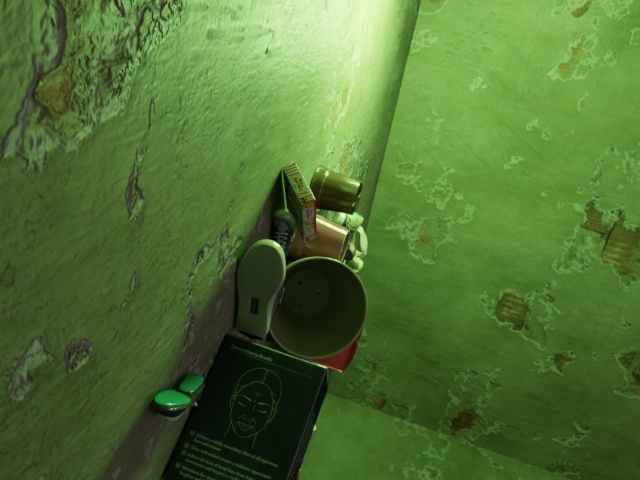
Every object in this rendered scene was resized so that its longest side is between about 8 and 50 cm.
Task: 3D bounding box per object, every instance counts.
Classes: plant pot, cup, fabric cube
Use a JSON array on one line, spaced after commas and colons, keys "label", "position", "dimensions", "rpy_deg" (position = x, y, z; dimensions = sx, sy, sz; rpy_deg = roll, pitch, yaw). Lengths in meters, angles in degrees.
[{"label": "plant pot", "position": [0.000, 0.000, 1.916], "dimensions": [0.201, 0.180, 0.201], "rpy_deg": [17, 90, -80]}, {"label": "plant pot", "position": [0.057, -0.174, 1.982], "dimensions": [0.167, 0.165, 0.167], "rpy_deg": [16, 90, -80]}, {"label": "cup", "position": [-0.030, 0.199, 1.836], "dimensions": [0.237, 0.331, 0.331], "rpy_deg": [-140, -115, -77]}, {"label": "fabric cube", "position": [0.052, 0.451, 2.634], "dimensions": [0.258, 0.259, 0.254], "rpy_deg": [-4, 111, -78]}]

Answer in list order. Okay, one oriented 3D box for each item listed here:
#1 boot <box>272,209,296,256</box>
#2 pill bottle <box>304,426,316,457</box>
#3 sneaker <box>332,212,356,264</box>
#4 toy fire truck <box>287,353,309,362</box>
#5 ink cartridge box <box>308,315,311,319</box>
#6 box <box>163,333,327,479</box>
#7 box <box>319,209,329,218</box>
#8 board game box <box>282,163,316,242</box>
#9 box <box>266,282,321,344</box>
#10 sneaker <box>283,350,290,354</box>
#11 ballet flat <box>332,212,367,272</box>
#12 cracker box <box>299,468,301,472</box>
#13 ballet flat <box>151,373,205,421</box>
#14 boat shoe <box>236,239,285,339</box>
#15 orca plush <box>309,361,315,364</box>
[{"label": "boot", "position": [-0.112, -0.013, 1.622], "dimensions": [0.190, 0.069, 0.086], "rpy_deg": [84, 19, -65]}, {"label": "pill bottle", "position": [-0.180, 0.747, 1.848], "dimensions": [0.363, 0.210, 0.210], "rpy_deg": [-58, 168, -3]}, {"label": "sneaker", "position": [0.092, 0.002, 2.309], "dimensions": [0.350, 0.148, 0.131], "rpy_deg": [111, 1, -58]}, {"label": "toy fire truck", "position": [-0.152, 0.556, 2.027], "dimensions": [0.302, 0.169, 0.254], "rpy_deg": [-61, 148, -13]}, {"label": "ink cartridge box", "position": [-0.032, 0.326, 2.058], "dimensions": [0.109, 0.062, 0.209], "rpy_deg": [-52, 144, -41]}, {"label": "box", "position": [-0.179, 0.500, 1.459], "dimensions": [0.212, 0.293, 0.396], "rpy_deg": [87, 23, -61]}, {"label": "box", "position": [-0.004, -0.040, 2.220], "dimensions": [0.136, 0.036, 0.225], "rpy_deg": [86, 22, -62]}, {"label": "board game box", "position": [-0.060, -0.105, 1.593], "dimensions": [0.193, 0.045, 0.147], "rpy_deg": [90, -24, -58]}, {"label": "box", "position": [-0.090, 0.274, 2.056], "dimensions": [0.216, 0.060, 0.270], "rpy_deg": [45, 61, -62]}, {"label": "sneaker", "position": [-0.110, 0.412, 2.249], "dimensions": [0.229, 0.086, 0.132], "rpy_deg": [128, -44, -67]}, {"label": "ballet flat", "position": [0.132, 0.058, 2.654], "dimensions": [0.164, 0.182, 0.483], "rpy_deg": [-64, 166, -45]}, {"label": "cracker box", "position": [-0.199, 0.859, 2.049], "dimensions": [0.156, 0.232, 0.067], "rpy_deg": [56, 53, -76]}, {"label": "ballet flat", "position": [-0.309, 0.354, 1.194], "dimensions": [0.203, 0.074, 0.074], "rpy_deg": [-19, 125, -79]}, {"label": "boat shoe", "position": [-0.155, 0.104, 1.505], "dimensions": [0.158, 0.127, 0.341], "rpy_deg": [-70, 178, -53]}, {"label": "orca plush", "position": [-0.006, 0.565, 2.944], "dimensions": [0.102, 0.151, 0.287], "rpy_deg": [-154, -104, -69]}]
